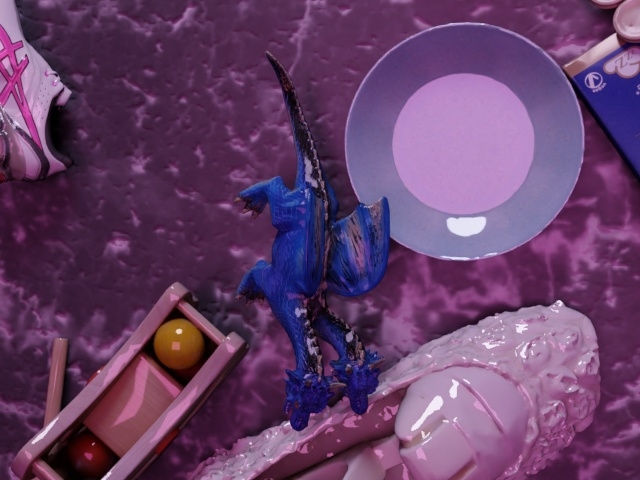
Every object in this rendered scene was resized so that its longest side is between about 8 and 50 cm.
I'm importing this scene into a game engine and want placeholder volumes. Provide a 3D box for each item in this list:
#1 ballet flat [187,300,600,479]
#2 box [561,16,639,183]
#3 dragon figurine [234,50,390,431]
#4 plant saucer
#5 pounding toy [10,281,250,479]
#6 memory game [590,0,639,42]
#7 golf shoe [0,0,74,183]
[{"bbox_3d":[0.051,0.189,0.716,0.409,0.147,0.147,-29,88,12],"label":"ballet flat"},{"bbox_3d":[0.304,-0.079,0.662,0.136,0.036,0.225,-33,73,12],"label":"box"},{"bbox_3d":[0.000,0.000,0.697,0.144,0.085,0.289,16,101,54],"label":"dragon figurine"},{"bbox_3d":[0.118,-0.081,0.728,0.195,0.037,0.194,1,94,11],"label":"plant saucer"},{"bbox_3d":[-0.198,0.136,0.752,0.155,0.154,0.269,41,101,6],"label":"pounding toy"},{"bbox_3d":[0.293,-0.225,0.663,0.186,0.012,0.186,-6,76,24],"label":"memory game"},{"bbox_3d":[-0.274,-0.146,0.800,0.086,0.067,0.186,-7,91,-16],"label":"golf shoe"}]
